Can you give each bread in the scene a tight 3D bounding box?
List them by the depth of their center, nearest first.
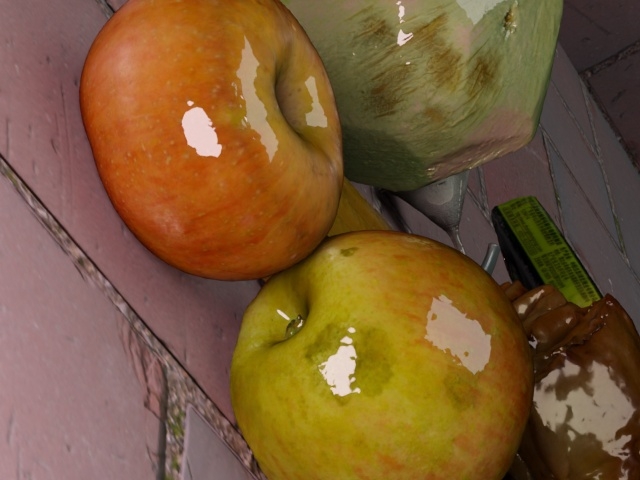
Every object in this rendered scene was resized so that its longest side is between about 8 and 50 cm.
[{"bbox_3d":[0.242,0.201,1.749,0.277,0.167,0.324,-38,94,-43],"label":"bread"}]

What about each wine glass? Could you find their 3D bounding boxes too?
[{"bbox_3d":[0.155,-0.005,2.045,0.183,0.122,0.122,68,17,-1],"label":"wine glass"}]

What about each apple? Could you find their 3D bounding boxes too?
[{"bbox_3d":[-0.085,-0.083,1.370,0.210,0.173,0.234,34,44,-56],"label":"apple"},{"bbox_3d":[0.039,0.111,1.429,0.226,0.246,0.246,24,39,-36],"label":"apple"}]

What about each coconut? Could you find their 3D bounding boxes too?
[{"bbox_3d":[0.094,-0.210,1.800,0.328,0.328,0.281,55,21,-25],"label":"coconut"}]

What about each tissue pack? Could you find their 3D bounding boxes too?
[{"bbox_3d":[0.277,0.077,2.048,0.235,0.073,0.173,-113,179,-52],"label":"tissue pack"}]

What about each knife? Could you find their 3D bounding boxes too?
[{"bbox_3d":[0.155,0.082,1.936,0.028,0.015,0.210,87,25,-52],"label":"knife"}]

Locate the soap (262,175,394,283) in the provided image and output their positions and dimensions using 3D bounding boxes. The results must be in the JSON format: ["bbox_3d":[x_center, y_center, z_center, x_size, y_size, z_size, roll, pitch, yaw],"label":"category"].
[{"bbox_3d":[0.000,0.000,1.638,0.257,0.080,0.160,46,23,-44],"label":"soap"}]
